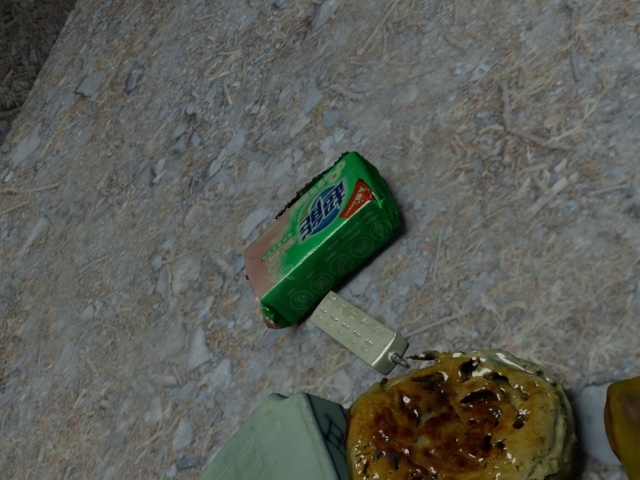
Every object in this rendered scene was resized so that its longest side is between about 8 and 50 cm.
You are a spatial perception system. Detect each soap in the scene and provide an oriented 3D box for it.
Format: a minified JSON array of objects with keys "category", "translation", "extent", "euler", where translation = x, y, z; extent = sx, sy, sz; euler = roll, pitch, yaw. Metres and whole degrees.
[{"category":"soap","translation":[0.002,0.001,1.824],"extent":[0.273,0.098,0.218],"euler":[-42,37,14]}]

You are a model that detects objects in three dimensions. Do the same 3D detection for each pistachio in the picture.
[{"category":"pistachio","translation":[0.369,0.213,1.192],"extent":[0.110,0.100,0.189],"euler":[-21,23,2]}]

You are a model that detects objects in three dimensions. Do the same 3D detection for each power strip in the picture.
[{"category":"power strip","translation":[0.057,0.138,1.689],"extent":[0.060,0.027,0.252],"euler":[-54,33,-4]}]

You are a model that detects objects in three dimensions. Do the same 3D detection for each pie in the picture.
[{"category":"pie","translation":[0.165,0.233,1.326],"extent":[0.308,0.085,0.308],"euler":[-10,38,8]}]

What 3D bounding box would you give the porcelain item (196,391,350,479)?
[{"category":"porcelain item","translation":[-0.034,0.362,1.444],"extent":[0.281,0.157,0.286],"euler":[-52,33,17]}]
